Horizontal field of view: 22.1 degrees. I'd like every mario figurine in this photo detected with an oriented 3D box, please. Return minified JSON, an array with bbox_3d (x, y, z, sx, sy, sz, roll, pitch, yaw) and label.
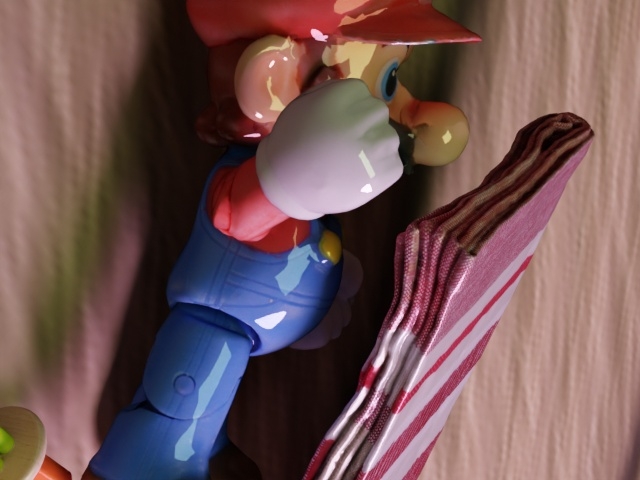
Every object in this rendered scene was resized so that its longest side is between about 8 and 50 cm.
[{"bbox_3d":[0.000,0.000,0.792,0.170,0.198,0.320,12,103,-33],"label":"mario figurine"}]

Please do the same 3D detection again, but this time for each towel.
[{"bbox_3d":[0.040,0.096,0.889,0.237,0.037,0.329,-36,153,-61],"label":"towel"}]

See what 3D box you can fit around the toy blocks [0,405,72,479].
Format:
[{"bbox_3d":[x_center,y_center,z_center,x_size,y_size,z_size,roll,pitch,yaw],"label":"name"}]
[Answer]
[{"bbox_3d":[-0.163,0.140,0.774,0.123,0.054,0.148,-54,139,-16],"label":"toy blocks"}]
